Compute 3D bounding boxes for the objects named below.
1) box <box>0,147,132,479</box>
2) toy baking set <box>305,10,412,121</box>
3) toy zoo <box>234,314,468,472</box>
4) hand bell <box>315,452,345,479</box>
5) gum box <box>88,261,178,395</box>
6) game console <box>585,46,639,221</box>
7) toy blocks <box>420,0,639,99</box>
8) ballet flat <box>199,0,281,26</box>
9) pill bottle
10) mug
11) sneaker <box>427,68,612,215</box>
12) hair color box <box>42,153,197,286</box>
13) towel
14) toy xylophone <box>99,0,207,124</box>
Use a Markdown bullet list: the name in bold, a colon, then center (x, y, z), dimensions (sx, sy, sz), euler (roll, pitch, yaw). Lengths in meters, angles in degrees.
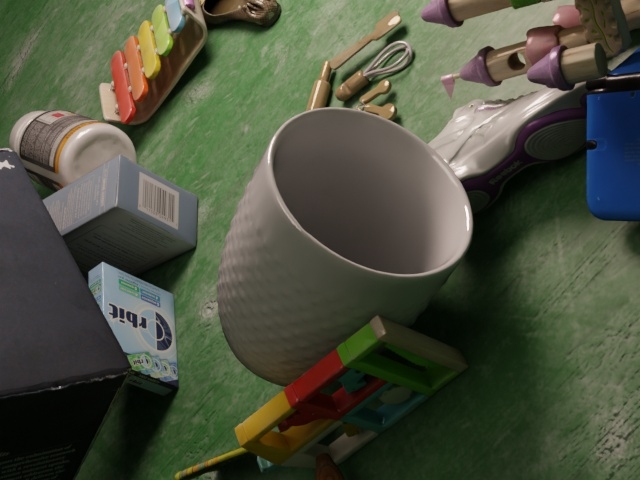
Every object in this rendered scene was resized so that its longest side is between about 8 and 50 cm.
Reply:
- **box**: center (-0.583, 0.188, 1.736), dimensions (0.480, 0.297, 0.472), euler (55, 131, 29)
- **toy baking set**: center (0.058, -0.239, 1.754), dimensions (0.196, 0.030, 0.256), euler (-5, 65, 40)
- **toy zoo**: center (0.025, 0.213, 1.395), dimensions (0.293, 0.192, 0.030), euler (-40, 51, 20)
- **hand bell**: center (0.030, 0.369, 1.360), dimensions (0.126, 0.126, 0.242), euler (-40, 42, 21)
- **gum box**: center (-0.306, 0.145, 1.789), dimensions (0.041, 0.157, 0.184), euler (-33, 48, 28)
- **game console**: center (0.468, -0.147, 1.249), dimensions (0.293, 0.173, 0.250), euler (4, 95, 55)
- **toy blocks**: center (0.222, -0.322, 1.360), dimensions (0.260, 0.289, 0.309), euler (-8, 23, 35)
- **ballet flat**: center (-0.168, -0.448, 2.071), dimensions (0.250, 0.058, 0.084), euler (23, 83, 49)
- **pill bottle**: center (-0.493, -0.171, 2.151), dimensions (0.278, 0.162, 0.162), euler (22, 83, 48)
- **mug**: center (0.000, 0.000, 1.467), dimensions (0.328, 0.276, 0.374), euler (121, 152, -44)
- **sneaker**: center (0.247, -0.154, 1.449), dimensions (0.305, 0.114, 0.152), euler (-32, 49, 27)
- **hair color box**: center (-0.415, -0.002, 1.959), dimensions (0.374, 0.185, 0.114), euler (-25, 52, 33)
- **towel**: center (-0.092, 0.294, 1.542), dimensions (0.237, 0.102, 0.021), euler (-27, 81, 31)
- **toy xylophone**: center (-0.326, -0.377, 2.141), dimensions (0.323, 0.081, 0.236), euler (-54, 38, 24)
